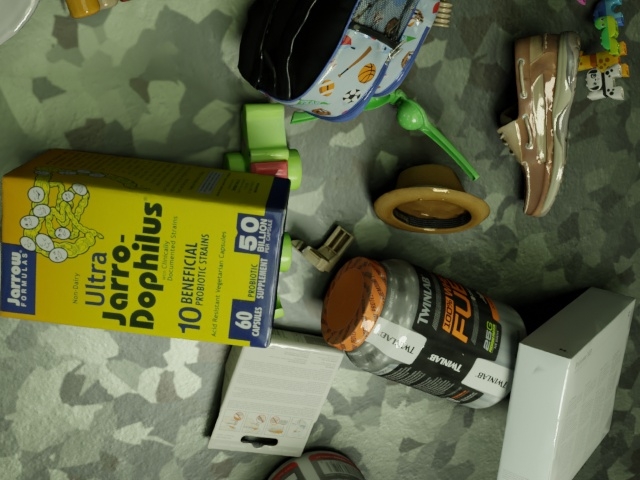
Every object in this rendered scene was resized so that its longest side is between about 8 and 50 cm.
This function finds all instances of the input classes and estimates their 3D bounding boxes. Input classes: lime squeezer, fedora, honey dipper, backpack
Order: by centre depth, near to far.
[{"bbox_3d":[0.014,-0.304,1.152,0.213,0.276,0.263,24,102,-38],"label":"backpack"},{"bbox_3d":[0.115,-0.189,1.289,0.310,0.110,0.059,17,142,-10],"label":"lime squeezer"},{"bbox_3d":[0.198,-0.417,1.290,0.030,0.030,0.161,1,105,-20],"label":"honey dipper"},{"bbox_3d":[0.182,-0.073,1.351,0.194,0.194,0.079,12,68,-23],"label":"fedora"}]

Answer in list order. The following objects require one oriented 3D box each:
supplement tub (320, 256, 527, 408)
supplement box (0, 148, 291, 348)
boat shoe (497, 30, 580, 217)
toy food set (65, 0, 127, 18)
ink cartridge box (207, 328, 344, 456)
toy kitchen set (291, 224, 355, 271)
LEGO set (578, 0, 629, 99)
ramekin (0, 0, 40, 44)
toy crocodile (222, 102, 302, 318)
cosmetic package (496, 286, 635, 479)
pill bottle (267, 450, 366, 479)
[{"bbox_3d":[0.171,0.150,1.378,0.315,0.193,0.194,22,99,-25],"label":"supplement tub"},{"bbox_3d":[-0.229,0.004,1.132,0.356,0.195,0.194,7,106,-1],"label":"supplement box"},{"bbox_3d":[0.359,-0.193,1.387,0.116,0.123,0.325,7,118,13],"label":"boat shoe"},{"bbox_3d":[-0.242,-0.379,1.100,0.232,0.111,0.105,-23,112,-18],"label":"toy food set"},{"bbox_3d":[-0.082,0.259,1.412,0.180,0.056,0.225,12,113,-23],"label":"ink cartridge box"},{"bbox_3d":[0.000,0.000,1.341,0.068,0.083,0.075,39,93,16],"label":"toy kitchen set"},{"bbox_3d":[0.453,-0.330,1.377,0.087,0.093,0.227,8,76,-56],"label":"LEGO set"},{"bbox_3d":[-0.461,-0.362,1.000,0.272,0.127,0.273,-3,109,-7],"label":"ramekin"},{"bbox_3d":[-0.090,-0.041,1.270,0.115,0.105,0.341,0,107,-19],"label":"toy crocodile"},{"bbox_3d":[0.439,0.267,1.459,0.377,0.097,0.285,-18,120,-53],"label":"cosmetic package"},{"bbox_3d":[0.036,0.527,1.362,0.210,0.363,0.210,-6,109,-17],"label":"pill bottle"}]
